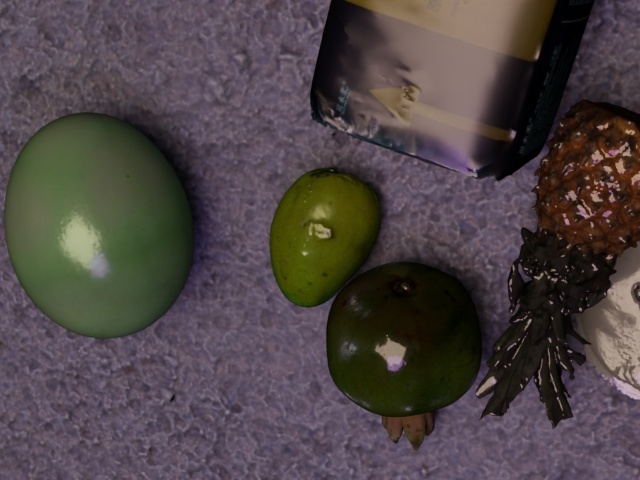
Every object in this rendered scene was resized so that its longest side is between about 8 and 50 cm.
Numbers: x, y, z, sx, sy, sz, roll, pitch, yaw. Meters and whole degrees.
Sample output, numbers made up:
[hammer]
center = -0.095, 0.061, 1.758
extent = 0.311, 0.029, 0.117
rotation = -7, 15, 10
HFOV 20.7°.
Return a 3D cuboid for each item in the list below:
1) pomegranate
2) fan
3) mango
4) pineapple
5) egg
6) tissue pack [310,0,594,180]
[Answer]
[pomegranate]
center = 0.096, 0.137, 1.993
extent = 0.187, 0.187, 0.225
rotation = 9, 127, 20
[fan]
center = 0.413, 0.156, 1.944
extent = 0.233, 0.012, 0.414
rotation = -13, 93, 25
[mango]
center = -0.001, 0.000, 2.037
extent = 0.119, 0.100, 0.178
rotation = 26, 116, 13
[pineapple]
center = 0.268, 0.028, 1.898
extent = 0.165, 0.165, 0.364
rotation = 27, 108, 15
[egg]
center = -0.262, -0.018, 2.070
extent = 0.220, 0.220, 0.269
rotation = -9, 90, 23
[tissue pack]
center = 0.166, -0.293, 1.829
extent = 0.253, 0.264, 0.416
rotation = 18, 107, 13
